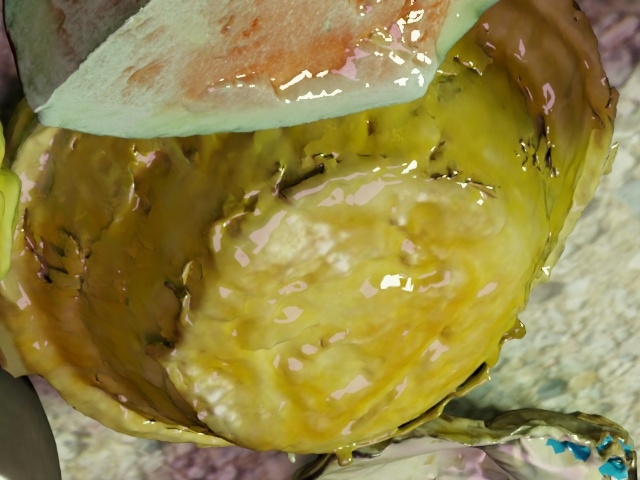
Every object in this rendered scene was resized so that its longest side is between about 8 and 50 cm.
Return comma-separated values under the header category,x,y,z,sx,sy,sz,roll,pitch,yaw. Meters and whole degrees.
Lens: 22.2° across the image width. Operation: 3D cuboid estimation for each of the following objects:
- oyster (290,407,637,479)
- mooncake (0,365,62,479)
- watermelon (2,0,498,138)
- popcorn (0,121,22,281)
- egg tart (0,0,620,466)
category,x,y,z,sx,sy,sz,roll,pitch,yaw
oyster,0.084,0.148,0.985,0.214,0.083,0.223,-25,144,6
mooncake,-0.247,0.153,0.858,0.245,0.133,0.245,-9,133,-9
watermelon,0.007,-0.161,0.617,0.305,0.180,0.224,-40,106,8
popcorn,-0.242,-0.020,0.670,0.235,0.217,0.181,-6,104,12
egg tart,0.001,-0.001,0.801,0.341,0.132,0.341,-9,131,-11
